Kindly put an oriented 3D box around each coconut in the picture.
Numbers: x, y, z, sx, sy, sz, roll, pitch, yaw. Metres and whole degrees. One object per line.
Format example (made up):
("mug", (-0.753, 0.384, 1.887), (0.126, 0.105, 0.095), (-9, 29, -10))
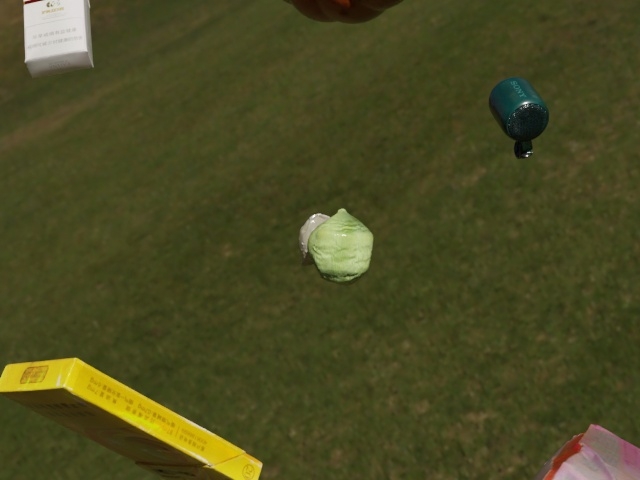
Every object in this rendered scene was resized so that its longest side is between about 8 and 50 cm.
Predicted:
("coconut", (0.025, 0.008, 1.439), (0.088, 0.096, 0.088), (1, -3, 0))

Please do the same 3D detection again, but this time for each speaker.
("speaker", (0.248, -0.147, 1.395), (0.060, 0.094, 0.075), (-29, 36, 9))

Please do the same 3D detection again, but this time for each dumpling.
("dumpling", (0.001, 0.000, 1.501), (0.059, 0.077, 0.043), (-3, 14, -26))

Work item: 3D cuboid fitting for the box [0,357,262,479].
("box", (-0.208, 0.206, 1.265), (0.152, 0.269, 0.043), (-8, 54, 47))

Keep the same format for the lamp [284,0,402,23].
("lamp", (0.023, -0.359, 1.314), (0.223, 0.223, 0.196), (-15, 9, 34))

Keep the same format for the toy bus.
("toy bus", (0.227, 0.239, 0.915), (0.127, 0.147, 0.302), (-55, -18, 8))

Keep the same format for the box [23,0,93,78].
("box", (-0.351, -0.290, 1.529), (0.084, 0.040, 0.154), (-12, 55, 1))
